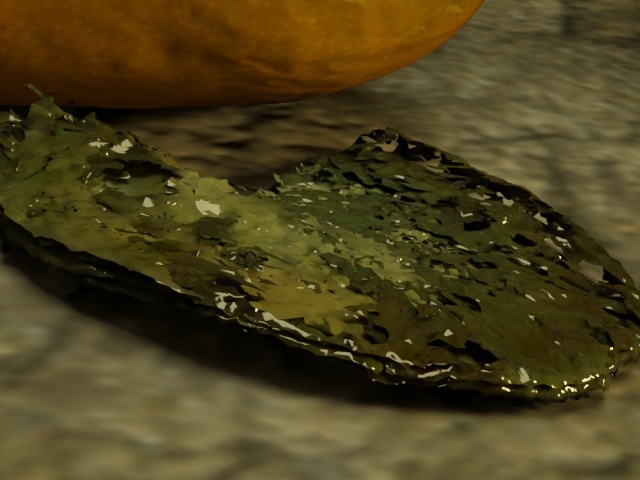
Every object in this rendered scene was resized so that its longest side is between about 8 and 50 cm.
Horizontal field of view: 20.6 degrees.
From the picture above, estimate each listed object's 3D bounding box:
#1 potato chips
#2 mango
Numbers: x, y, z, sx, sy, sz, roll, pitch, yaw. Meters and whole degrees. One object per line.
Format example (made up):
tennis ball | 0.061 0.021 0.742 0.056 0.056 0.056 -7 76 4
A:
potato chips | 0.001 -0.004 0.582 0.220 0.029 0.202 4 27 -27
mango | -0.078 -0.120 0.628 0.359 0.144 0.187 -3 -14 -36
